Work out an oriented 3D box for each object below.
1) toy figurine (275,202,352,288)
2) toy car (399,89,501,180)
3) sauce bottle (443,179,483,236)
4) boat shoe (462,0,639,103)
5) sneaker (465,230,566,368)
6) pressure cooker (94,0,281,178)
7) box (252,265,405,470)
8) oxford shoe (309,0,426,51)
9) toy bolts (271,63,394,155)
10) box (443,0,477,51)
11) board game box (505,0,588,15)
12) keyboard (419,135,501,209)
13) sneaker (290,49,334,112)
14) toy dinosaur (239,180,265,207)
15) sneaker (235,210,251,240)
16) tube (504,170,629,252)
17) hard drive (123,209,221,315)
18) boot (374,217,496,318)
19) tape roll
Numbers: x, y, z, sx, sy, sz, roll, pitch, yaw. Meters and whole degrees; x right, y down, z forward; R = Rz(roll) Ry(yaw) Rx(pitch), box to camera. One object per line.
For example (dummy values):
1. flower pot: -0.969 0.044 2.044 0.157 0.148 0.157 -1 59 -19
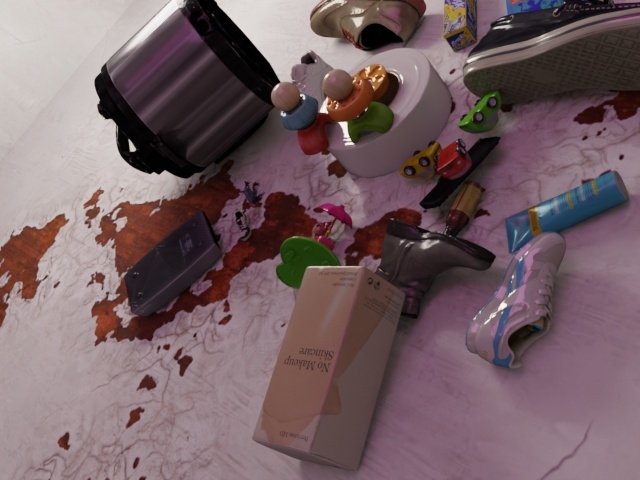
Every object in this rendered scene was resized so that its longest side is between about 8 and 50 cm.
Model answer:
1. toy figurine: 0.000 0.000 1.665 0.173 0.130 0.159 -40 15 49
2. toy car: 0.269 -0.191 1.570 0.225 0.053 0.239 -46 14 -9
3. sauce bottle: 0.251 -0.048 1.503 0.042 0.042 0.128 11 63 47
4. boat shoe: 0.474 -0.357 1.472 0.500 0.187 0.156 0 62 49
5. sneaker: 0.321 0.093 1.282 0.092 0.087 0.229 28 83 45
6. pressure cooker: -0.351 -0.366 2.076 0.420 0.375 0.370 -40 -4 12
7. box: 0.017 0.207 1.381 0.148 0.121 0.311 -3 62 44
8. oxford shoe: 0.089 -0.530 2.043 0.348 0.123 0.130 4 64 46
9. toy bolts: 0.017 -0.301 1.697 0.228 0.158 0.218 -18 45 31
10. box: 0.312 -0.501 1.859 0.059 0.054 0.169 -19 44 30
11. board game box: 0.465 -0.499 1.719 0.160 0.047 0.210 -22 42 28
12. keyboard: 0.259 -0.126 1.567 0.180 0.023 0.108 -46 13 -9
13. sneaker: -0.038 -0.364 2.006 0.090 0.115 0.232 -18 45 31
14. toy dinosaur: -0.159 -0.102 1.957 0.090 0.047 0.082 127 150 -52
15. sneaker: -0.180 -0.034 1.897 0.032 0.037 0.083 -32 40 13
16. tube: 0.397 -0.048 1.368 0.207 0.052 0.080 -28 33 30
17. hard drive: -0.344 0.057 1.951 0.254 0.054 0.172 -40 37 7
18. boot: 0.184 0.064 1.434 0.246 0.083 0.161 18 91 50
19. tape roll: 0.133 -0.275 1.779 0.286 0.100 0.286 -26 41 25
